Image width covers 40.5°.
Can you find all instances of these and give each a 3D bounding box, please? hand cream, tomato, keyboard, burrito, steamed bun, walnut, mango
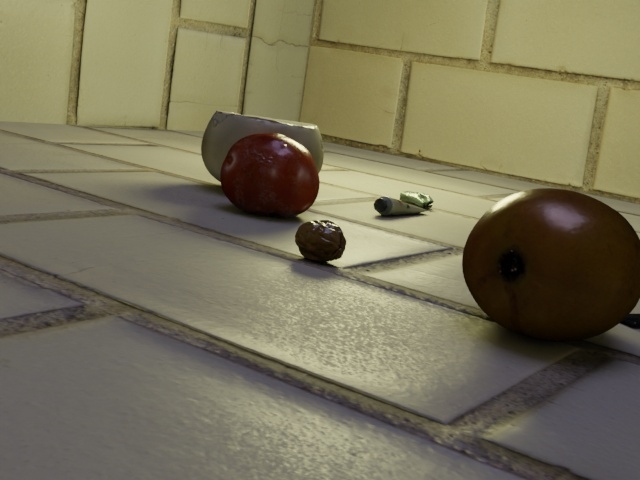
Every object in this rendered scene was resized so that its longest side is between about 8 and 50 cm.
[{"bbox_3d":[0.210,-0.089,2.323,0.080,0.050,0.234,10,4,29],"label":"hand cream"},{"bbox_3d":[-0.109,-0.155,2.017,0.232,0.188,0.232,11,11,-2],"label":"tomato"},{"bbox_3d":[0.592,0.138,1.496,0.203,0.011,0.067,3,10,-27],"label":"keyboard"},{"bbox_3d":[0.289,-0.119,2.538,0.074,0.044,0.118,6,6,-33],"label":"burrito"},{"bbox_3d":[-0.155,-0.226,2.303,0.325,0.206,0.324,9,8,-1],"label":"steamed bun"},{"bbox_3d":[0.000,0.000,1.591,0.096,0.082,0.079,15,-15,37],"label":"walnut"},{"bbox_3d":[0.354,0.037,1.313,0.264,0.221,0.378,8,-1,23],"label":"mango"}]
